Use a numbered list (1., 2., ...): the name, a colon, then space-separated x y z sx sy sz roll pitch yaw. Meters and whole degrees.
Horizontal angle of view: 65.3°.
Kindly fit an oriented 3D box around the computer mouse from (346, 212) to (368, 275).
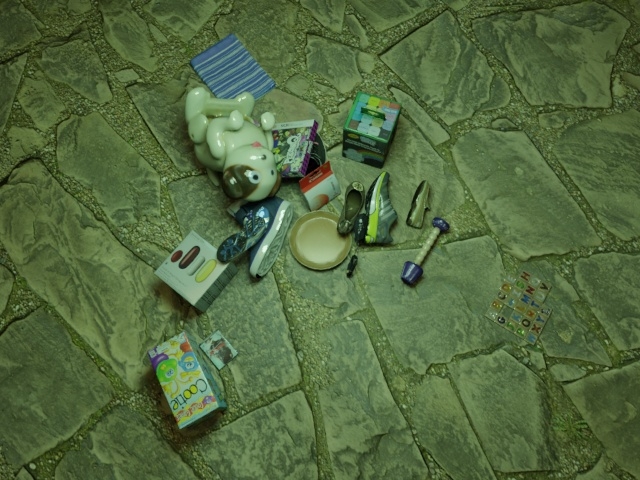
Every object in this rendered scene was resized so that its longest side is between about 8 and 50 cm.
1. computer mouse: 0.126 0.014 1.854 0.041 0.071 0.242 15 87 -15

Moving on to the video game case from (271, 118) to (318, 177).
1. video game case: -0.127 -0.346 1.900 0.210 0.042 0.232 3 69 33

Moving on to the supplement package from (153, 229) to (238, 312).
1. supplement package: -0.443 0.113 1.802 0.194 0.149 0.203 35 76 11

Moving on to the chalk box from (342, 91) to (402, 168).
1. chalk box: 0.195 -0.436 1.912 0.180 0.289 0.179 20 72 7

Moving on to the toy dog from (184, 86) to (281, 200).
1. toy dog: -0.313 -0.310 1.799 0.408 0.284 0.395 50 121 33

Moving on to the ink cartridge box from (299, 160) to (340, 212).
1. ink cartridge box: 0.001 -0.201 1.891 0.145 0.179 0.045 -36 63 -11

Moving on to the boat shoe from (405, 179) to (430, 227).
1. boat shoe: 0.393 -0.138 1.935 0.072 0.068 0.190 22 82 -5

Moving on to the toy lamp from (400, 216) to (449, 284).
1. toy lamp: 0.387 0.042 1.861 0.080 0.080 0.275 34 74 11

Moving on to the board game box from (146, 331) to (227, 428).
1. board game box: -0.448 0.472 1.683 0.142 0.144 0.275 -28 72 -8

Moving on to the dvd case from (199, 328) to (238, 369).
1. dvd case: -0.364 0.388 1.780 0.087 0.013 0.119 -40 75 -12

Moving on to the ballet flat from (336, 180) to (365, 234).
1. ballet flat: 0.120 -0.133 1.912 0.084 0.058 0.250 23 60 -2

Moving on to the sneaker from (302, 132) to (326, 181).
1. sneaker: -0.029 -0.333 1.954 0.104 0.147 0.296 -2 70 1

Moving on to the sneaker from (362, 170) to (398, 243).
1. sneaker: 0.236 -0.120 1.912 0.121 0.111 0.300 13 77 -10

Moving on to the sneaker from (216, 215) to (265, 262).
1. sneaker: -0.268 0.008 1.743 0.211 0.081 0.080 -39 68 -10

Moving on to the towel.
1. towel: -0.379 -0.721 2.146 0.243 0.040 0.336 -36 75 -10

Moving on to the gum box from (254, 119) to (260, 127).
1. gum box: -0.249 -0.389 2.018 0.107 0.062 0.188 -40 76 -12

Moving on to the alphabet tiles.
1. alphabet tiles: 0.743 0.232 1.829 0.198 0.009 0.237 32 75 11

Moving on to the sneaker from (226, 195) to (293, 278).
1. sneaker: -0.262 -0.039 1.878 0.236 0.130 0.323 19 77 17

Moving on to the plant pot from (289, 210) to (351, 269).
1. plant pot: 0.000 0.000 1.901 0.236 0.032 0.236 0 72 1
